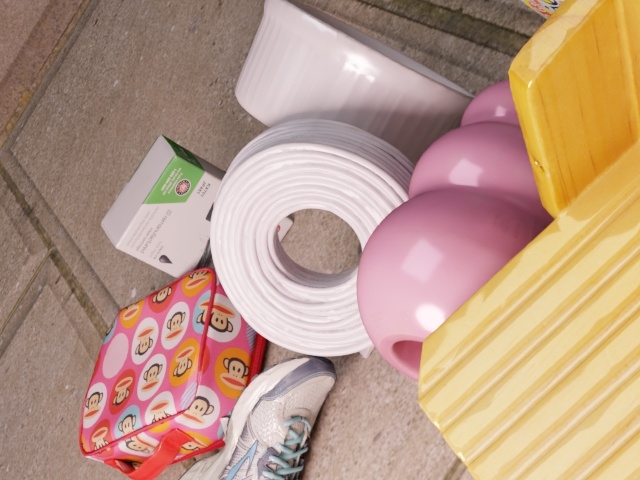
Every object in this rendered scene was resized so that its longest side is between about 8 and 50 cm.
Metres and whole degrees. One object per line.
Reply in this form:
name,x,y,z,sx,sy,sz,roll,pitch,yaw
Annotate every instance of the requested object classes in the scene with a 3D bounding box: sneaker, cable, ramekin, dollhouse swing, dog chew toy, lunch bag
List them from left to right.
lunch bag,-0.201,0.193,1.698,0.293,0.120,0.258,-26,44,44
sneaker,-0.056,0.259,1.465,0.283,0.110,0.122,-55,48,13
cable,0.000,0.000,1.399,0.257,0.257,0.089,-54,2,28
ramekin,0.035,-0.172,1.515,0.135,0.277,0.277,-62,29,12
dog chew toy,0.167,-0.019,1.256,0.207,0.207,0.331,-13,46,52
dollhouse swing,0.218,0.045,0.921,0.305,0.315,0.347,-34,53,-4

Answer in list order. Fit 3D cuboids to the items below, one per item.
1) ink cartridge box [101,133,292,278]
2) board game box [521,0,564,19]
ink cartridge box,-0.165,-0.024,1.746,0.153,0.208,0.087,-56,33,8
board game box,0.328,-0.265,1.267,0.144,0.142,0.275,-60,30,2
